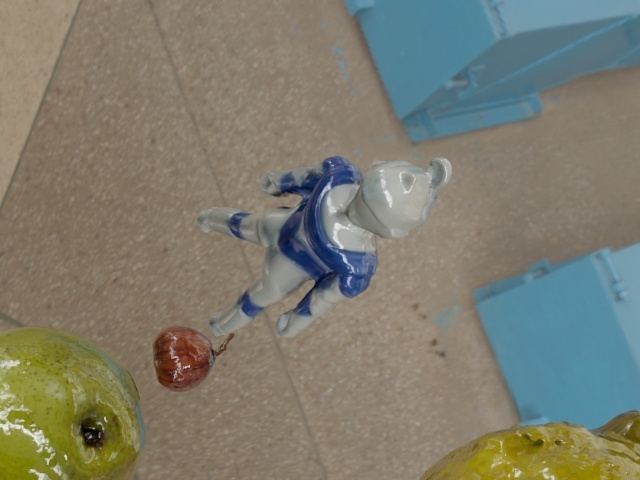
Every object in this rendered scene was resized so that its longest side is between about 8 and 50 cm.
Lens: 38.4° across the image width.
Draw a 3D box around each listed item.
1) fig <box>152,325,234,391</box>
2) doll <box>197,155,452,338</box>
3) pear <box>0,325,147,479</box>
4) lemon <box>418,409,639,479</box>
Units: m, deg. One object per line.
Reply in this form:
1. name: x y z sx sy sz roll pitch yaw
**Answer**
1. fig: -0.245 0.214 1.688 0.150 0.128 0.128 -8 75 -44
2. doll: 0.000 0.000 0.579 0.057 0.227 0.113 8 71 -37
3. pear: -0.370 0.247 1.211 0.294 0.294 0.294 9 68 -24
4. lemon: 0.140 0.250 0.567 0.245 0.245 0.319 28 80 -16
